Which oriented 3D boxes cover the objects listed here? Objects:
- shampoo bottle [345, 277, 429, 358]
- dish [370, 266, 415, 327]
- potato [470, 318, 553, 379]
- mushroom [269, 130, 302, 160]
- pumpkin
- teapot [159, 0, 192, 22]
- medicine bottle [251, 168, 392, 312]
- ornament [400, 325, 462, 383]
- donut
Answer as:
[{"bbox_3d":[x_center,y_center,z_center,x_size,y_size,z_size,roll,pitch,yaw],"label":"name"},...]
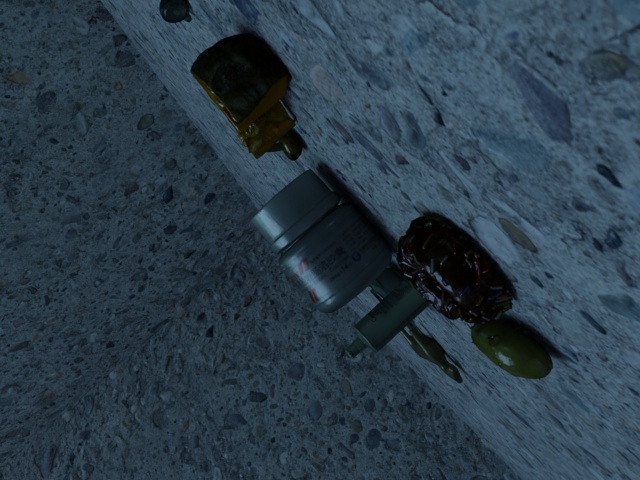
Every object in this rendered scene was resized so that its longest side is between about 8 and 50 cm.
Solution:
[{"bbox_3d":[0.162,0.182,1.376,0.085,0.262,0.085,48,173,8],"label":"shampoo bottle"},{"bbox_3d":[0.207,0.140,1.648,0.224,0.078,0.246,48,173,4],"label":"dish"},{"bbox_3d":[0.343,0.191,1.073,0.105,0.085,0.188,27,-177,-17],"label":"potato"},{"bbox_3d":[-0.096,-0.237,1.406,0.130,0.072,0.088,10,-143,-39],"label":"mushroom"},{"bbox_3d":[-0.127,-0.274,1.170,0.280,0.139,0.190,51,173,-38],"label":"pumpkin"},{"bbox_3d":[-0.332,-0.537,1.338,0.088,0.066,0.057,15,-132,-60],"label":"teapot"},{"bbox_3d":[0.000,0.000,1.455,0.306,0.245,0.245,49,173,-1],"label":"medicine bottle"},{"bbox_3d":[0.379,0.380,2.007,0.244,0.061,0.230,50,171,-9],"label":"ornament"},{"bbox_3d":[0.220,0.059,1.024,0.216,0.096,0.230,50,174,-21],"label":"donut"}]
